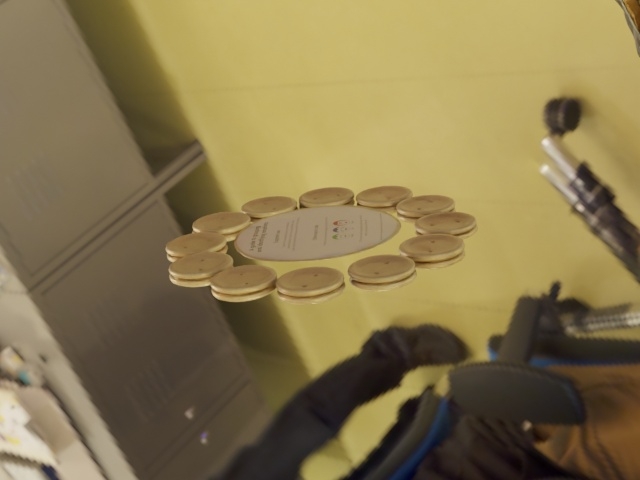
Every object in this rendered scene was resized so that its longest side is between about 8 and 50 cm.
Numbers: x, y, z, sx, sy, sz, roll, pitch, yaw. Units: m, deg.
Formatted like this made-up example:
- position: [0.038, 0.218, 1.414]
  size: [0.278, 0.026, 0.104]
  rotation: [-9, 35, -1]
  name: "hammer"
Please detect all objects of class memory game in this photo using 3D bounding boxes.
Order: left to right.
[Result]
- position: [0.000, 0.000, 0.698]
  size: [0.186, 0.186, 0.012]
  rotation: [11, 116, 41]
  name: "memory game"

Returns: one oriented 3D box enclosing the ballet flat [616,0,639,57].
- position: [0.375, -0.281, 1.369]
  size: [0.074, 0.074, 0.203]
  rotation: [1, 132, 47]
  name: "ballet flat"
